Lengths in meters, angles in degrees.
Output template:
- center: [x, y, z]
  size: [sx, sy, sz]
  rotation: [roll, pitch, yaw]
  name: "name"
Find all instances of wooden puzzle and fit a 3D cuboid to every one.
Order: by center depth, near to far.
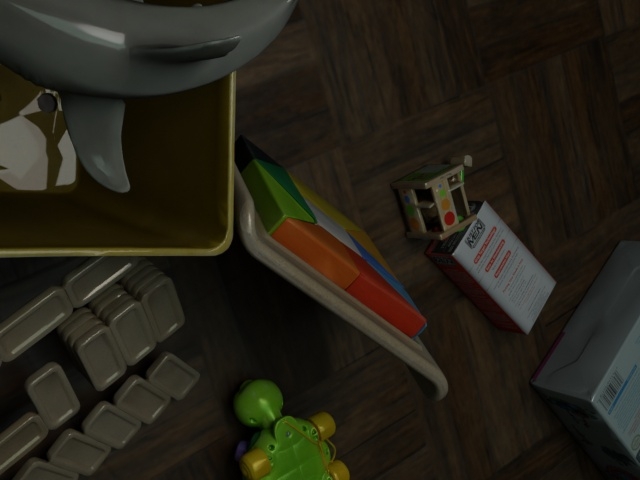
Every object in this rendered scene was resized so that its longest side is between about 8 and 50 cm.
- center: [0.000, 0.000, 0.749]
  size: [0.044, 0.221, 0.239]
  rotation: [-43, 121, 8]
  name: "wooden puzzle"

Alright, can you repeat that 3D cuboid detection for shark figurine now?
- center: [-0.060, -0.130, 0.530]
  size: [0.278, 0.116, 0.166]
  rotation: [-29, 110, -28]
  name: "shark figurine"

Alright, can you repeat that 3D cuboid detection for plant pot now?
- center: [-0.193, -0.101, 0.619]
  size: [0.212, 0.187, 0.212]
  rotation: [0, 94, -35]
  name: "plant pot"

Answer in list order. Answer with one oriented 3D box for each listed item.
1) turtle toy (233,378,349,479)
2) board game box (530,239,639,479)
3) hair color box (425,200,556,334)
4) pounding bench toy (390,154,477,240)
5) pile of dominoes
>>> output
- center: [-0.036, 0.181, 0.819]
  size: [0.095, 0.066, 0.130]
  rotation: [-24, 105, -31]
  name: "turtle toy"
- center: [0.404, 0.183, 1.108]
  size: [0.303, 0.097, 0.224]
  rotation: [49, 68, -25]
  name: "board game box"
- center: [0.178, 0.028, 0.972]
  size: [0.141, 0.043, 0.072]
  rotation: [45, 69, -29]
  name: "hair color box"
- center: [0.123, -0.041, 0.925]
  size: [0.083, 0.052, 0.065]
  rotation: [-28, 108, -30]
  name: "pounding bench toy"
- center: [-0.208, 0.115, 0.688]
  size: [0.251, 0.040, 0.196]
  rotation: [-39, 144, -25]
  name: "pile of dominoes"
